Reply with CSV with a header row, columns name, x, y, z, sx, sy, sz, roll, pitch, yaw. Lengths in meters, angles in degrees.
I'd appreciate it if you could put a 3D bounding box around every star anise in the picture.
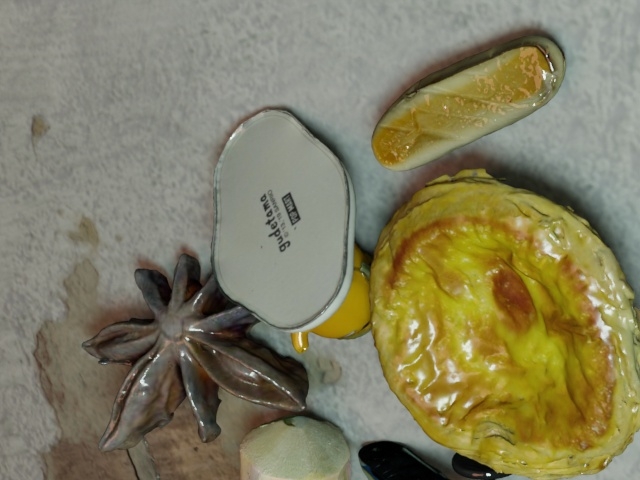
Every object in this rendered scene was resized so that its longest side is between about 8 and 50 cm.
name,x,y,z,sx,sy,sz,roll,pitch,yaw
star anise,-0.139,0.118,1.840,0.257,0.110,0.198,-22,69,27

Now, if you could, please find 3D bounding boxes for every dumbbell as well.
name,x,y,z,sx,sy,sz,roll,pitch,yaw
dumbbell,0.160,0.233,1.677,0.069,0.069,0.147,7,112,36

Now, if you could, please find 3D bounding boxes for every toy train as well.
name,x,y,z,sx,sy,sz,roll,pitch,yaw
toy train,0.094,0.244,1.685,0.234,0.052,0.051,-156,51,-67

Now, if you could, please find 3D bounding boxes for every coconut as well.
name,x,y,z,sx,sy,sz,roll,pitch,yaw
coconut,-0.025,0.231,1.794,0.116,0.116,0.122,23,124,30

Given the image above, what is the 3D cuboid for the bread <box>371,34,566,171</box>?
name,x,y,z,sx,sy,sz,roll,pitch,yaw
bread,0.130,-0.124,1.561,0.214,0.053,0.073,-26,95,39

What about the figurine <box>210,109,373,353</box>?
name,x,y,z,sx,sy,sz,roll,pitch,yaw
figurine,0.000,0.000,1.708,0.166,0.141,0.250,-31,53,28

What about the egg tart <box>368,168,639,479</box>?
name,x,y,z,sx,sy,sz,roll,pitch,yaw
egg tart,0.176,0.071,1.567,0.294,0.116,0.295,18,120,34
